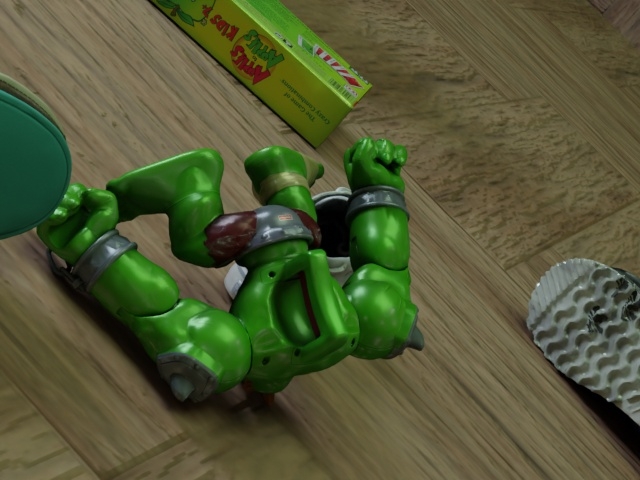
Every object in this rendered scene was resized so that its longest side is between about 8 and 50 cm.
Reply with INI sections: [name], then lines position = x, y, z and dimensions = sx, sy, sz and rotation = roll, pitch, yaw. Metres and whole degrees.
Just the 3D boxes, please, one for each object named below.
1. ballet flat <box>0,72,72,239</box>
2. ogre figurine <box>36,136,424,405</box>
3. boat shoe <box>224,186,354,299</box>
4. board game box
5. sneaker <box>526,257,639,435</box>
[ballet flat]
position = -0.200, -0.045, 0.640
dimensions = 0.086, 0.086, 0.248
rotation = 50, 21, 22
[ogre figurine]
position = -0.029, 0.014, 0.792
dimensions = 0.197, 0.097, 0.118
rotation = 2, 59, -48
[boat shoe]
position = 0.000, 0.000, 0.946
dimensions = 0.066, 0.063, 0.184
rotation = 46, 19, 10
[board game box]
position = -0.049, -0.152, 1.209
dimensions = 0.181, 0.043, 0.092
rotation = 42, 18, -2
[sneaker]
position = 0.285, 0.128, 1.173
dimensions = 0.146, 0.102, 0.293
rotation = 15, 33, -54
